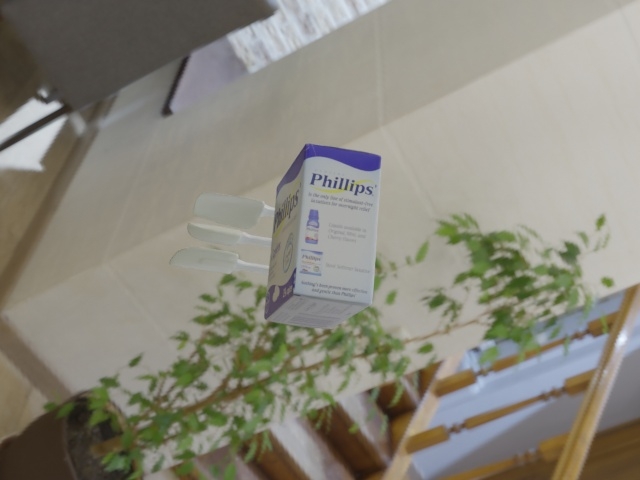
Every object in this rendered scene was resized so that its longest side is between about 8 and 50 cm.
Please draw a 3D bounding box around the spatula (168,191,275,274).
[{"bbox_3d":[-0.058,0.004,1.186,0.242,0.168,0.019,10,48,-19],"label":"spatula"}]

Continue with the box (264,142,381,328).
[{"bbox_3d":[0.000,0.000,0.828,0.126,0.072,0.137,135,-38,-69],"label":"box"}]
